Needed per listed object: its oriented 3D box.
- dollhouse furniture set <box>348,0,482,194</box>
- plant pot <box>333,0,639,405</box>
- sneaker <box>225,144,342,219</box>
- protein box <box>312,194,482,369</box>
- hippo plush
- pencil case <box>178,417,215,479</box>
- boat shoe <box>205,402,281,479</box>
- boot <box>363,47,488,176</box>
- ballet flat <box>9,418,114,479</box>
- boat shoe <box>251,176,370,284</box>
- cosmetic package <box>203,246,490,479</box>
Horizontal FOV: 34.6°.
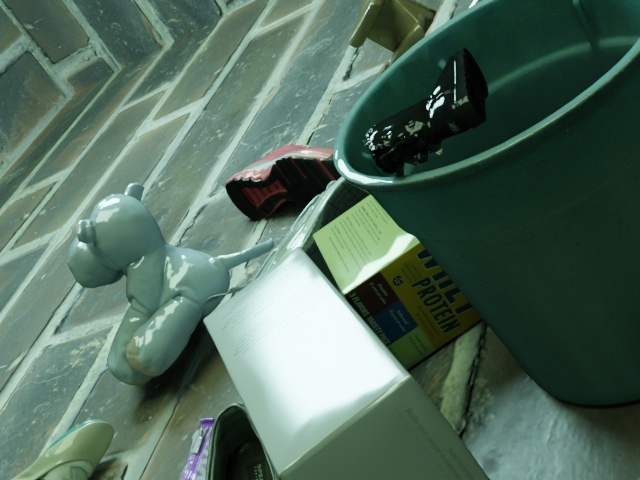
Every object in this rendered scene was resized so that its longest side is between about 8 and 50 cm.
[{"bbox_3d":[0.215,-0.249,1.413,0.394,0.362,0.256,-56,12,37],"label":"dollhouse furniture set"},{"bbox_3d":[0.241,-0.040,1.007,0.341,0.334,0.341,-28,26,15],"label":"plant pot"},{"bbox_3d":[-0.036,-0.129,1.782,0.314,0.116,0.136,-6,36,48],"label":"sneaker"},{"bbox_3d":[0.125,0.020,1.285,0.201,0.136,0.200,-35,24,3],"label":"protein box"},{"bbox_3d":[-0.277,0.058,1.535,0.294,0.236,0.234,-38,12,44],"label":"hippo plush"},{"bbox_3d":[-0.138,0.303,1.179,0.086,0.088,0.206,-9,35,20],"label":"pencil case"},{"bbox_3d":[-0.073,0.304,1.037,0.121,0.119,0.335,-31,33,6],"label":"boat shoe"},{"bbox_3d":[0.091,-0.109,0.873,0.099,0.045,0.121,-28,26,25],"label":"boot"},{"bbox_3d":[-0.386,0.351,1.442,0.248,0.086,0.086,-36,25,3],"label":"ballet flat"},{"bbox_3d":[0.001,0.003,1.506,0.320,0.118,0.103,-53,28,-17],"label":"boat shoe"},{"bbox_3d":[0.018,0.173,1.082,0.155,0.197,0.365,-38,26,-4],"label":"cosmetic package"}]
